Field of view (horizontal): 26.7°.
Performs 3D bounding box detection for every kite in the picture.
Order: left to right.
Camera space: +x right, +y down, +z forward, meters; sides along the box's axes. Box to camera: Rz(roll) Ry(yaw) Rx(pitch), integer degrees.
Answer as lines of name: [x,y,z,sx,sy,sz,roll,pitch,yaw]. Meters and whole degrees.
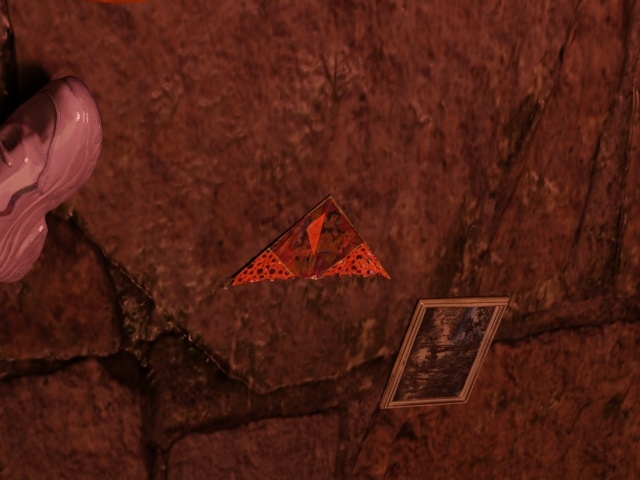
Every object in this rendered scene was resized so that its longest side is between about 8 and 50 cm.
kite: [-0.001,-0.001,1.576,0.222,0.008,0.125,-2,125,-27]

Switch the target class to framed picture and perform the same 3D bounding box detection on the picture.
framed picture: [0.164,0.150,1.780,0.142,0.011,0.183,0,125,-28]

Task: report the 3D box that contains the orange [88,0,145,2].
orange: [-0.159,-0.334,1.036,0.312,0.312,0.312,-15,130,-18]

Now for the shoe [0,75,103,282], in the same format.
shoe: [-0.308,-0.058,1.288,0.137,0.095,0.245,-3,135,-53]
